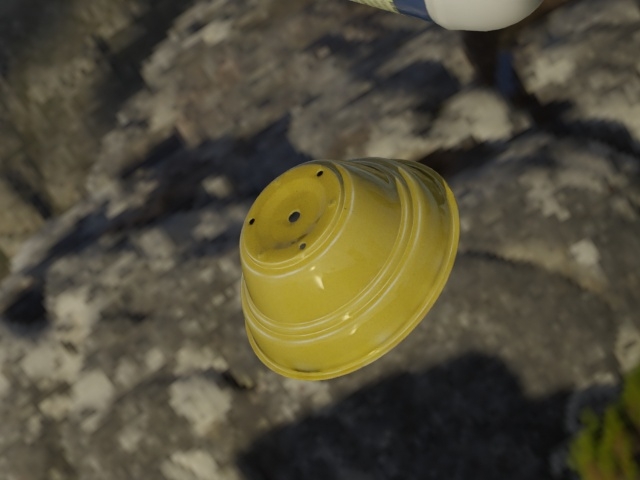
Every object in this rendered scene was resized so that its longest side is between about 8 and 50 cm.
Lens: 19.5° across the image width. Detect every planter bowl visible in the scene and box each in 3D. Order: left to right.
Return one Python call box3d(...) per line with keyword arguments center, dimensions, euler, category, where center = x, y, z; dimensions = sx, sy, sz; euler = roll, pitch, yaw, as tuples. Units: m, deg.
box3d(center=(0.000, 0.000, 1.540), dimensions=(0.217, 0.090, 0.217), euler=(-24, 45, 26), category="planter bowl")

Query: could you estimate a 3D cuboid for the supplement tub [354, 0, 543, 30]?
box3d(center=(-0.042, -0.232, 0.740), dimensions=(0.325, 0.235, 0.235), euler=(17, 44, 12), category="supplement tub")
